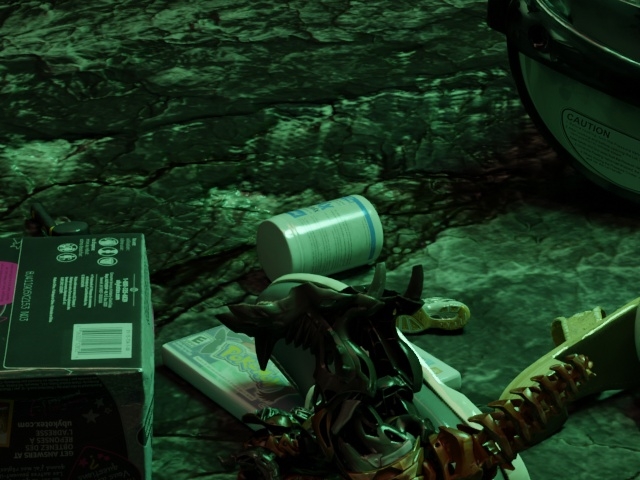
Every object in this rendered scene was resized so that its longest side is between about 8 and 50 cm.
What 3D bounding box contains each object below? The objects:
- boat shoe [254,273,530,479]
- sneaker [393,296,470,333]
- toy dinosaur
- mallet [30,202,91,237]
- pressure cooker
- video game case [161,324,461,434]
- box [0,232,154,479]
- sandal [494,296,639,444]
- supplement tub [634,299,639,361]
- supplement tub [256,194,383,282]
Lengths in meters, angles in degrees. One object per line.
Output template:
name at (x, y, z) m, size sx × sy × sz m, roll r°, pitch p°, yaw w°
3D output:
boat shoe at (0.029, 0.132, 1.536) m, size 0.099 × 0.116 × 0.319 m, roll -26°, pitch 45°, yaw -27°
sneaker at (0.095, 0.067, 1.801) m, size 0.083 × 0.032 × 0.037 m, roll 5°, pitch 11°, yaw 1°
toy dinosaur at (0.034, 0.138, 1.404) m, size 0.322 × 0.218 × 0.164 m, roll -17°, pitch -9°, yaw -1°
mallet at (-0.263, -0.014, 1.943) m, size 0.039 × 0.062 × 0.190 m, roll -11°, pitch 26°, yaw -18°
pressure cooker at (0.388, -0.237, 2.013) m, size 0.370 × 0.375 × 0.420 m, roll -19°, pitch 15°, yaw 35°
video game case at (-0.010, 0.111, 1.711) m, size 0.183 × 0.023 × 0.201 m, roll -17°, pitch 29°, yaw -32°
box at (-0.215, 0.109, 1.583) m, size 0.163 × 0.142 × 0.247 m, roll -2°, pitch 26°, yaw -4°
sandal at (0.218, 0.091, 1.671) m, size 0.240 × 0.088 × 0.079 m, roll -27°, pitch 38°, yaw -34°
supplement tub at (0.376, 0.082, 1.614) m, size 0.144 × 0.144 × 0.199 m, roll -22°, pitch 32°, yaw -38°
supplement tub at (0.000, 0.000, 1.894) m, size 0.107 × 0.071 × 0.071 m, roll -15°, pitch 28°, yaw -30°
